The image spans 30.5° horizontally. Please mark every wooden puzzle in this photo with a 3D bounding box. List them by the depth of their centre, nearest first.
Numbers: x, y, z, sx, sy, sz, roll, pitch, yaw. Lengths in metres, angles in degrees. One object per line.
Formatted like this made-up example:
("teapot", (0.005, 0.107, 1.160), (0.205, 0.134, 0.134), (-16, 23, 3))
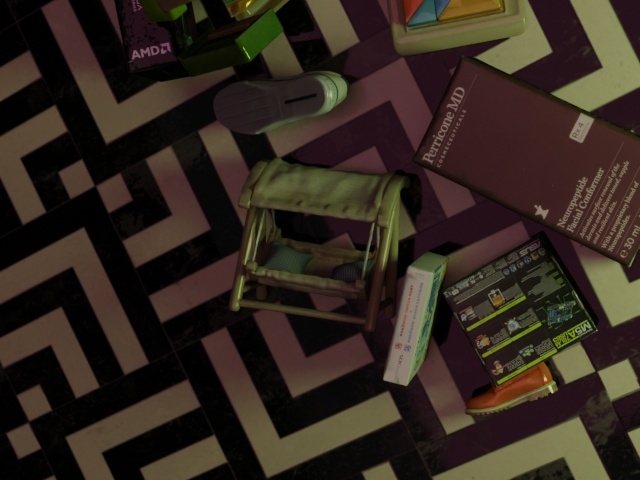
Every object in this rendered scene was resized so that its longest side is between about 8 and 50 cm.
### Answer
("wooden puzzle", (0.210, -0.436, 1.910), (0.221, 0.044, 0.239), (-8, 94, 15))

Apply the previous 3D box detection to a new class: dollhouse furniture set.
("dollhouse furniture set", (-0.126, -0.425, 1.840), (0.151, 0.301, 0.198), (-8, 122, 46))

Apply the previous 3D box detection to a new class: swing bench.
("swing bench", (0.000, 0.000, 1.949), (0.253, 0.165, 0.255), (7, 97, 15))

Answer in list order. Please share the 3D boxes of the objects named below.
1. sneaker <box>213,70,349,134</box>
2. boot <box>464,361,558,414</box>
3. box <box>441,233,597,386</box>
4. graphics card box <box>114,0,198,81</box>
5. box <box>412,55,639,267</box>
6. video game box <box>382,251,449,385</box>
("sneaker", (-0.064, -0.233, 1.986), (0.258, 0.091, 0.094), (0, 101, 36))
("boot", (0.306, 0.238, 1.950), (0.158, 0.059, 0.085), (-23, 86, 8))
("box", (0.322, 0.114, 1.910), (0.190, 0.045, 0.184), (-31, 85, 2))
("graphics card box", (-0.287, -0.456, 1.941), (0.094, 0.233, 0.371), (-10, 92, 5))
("box", (0.361, -0.130, 1.854), (0.381, 0.143, 0.191), (27, 102, 13))
("video game box", (0.156, 0.123, 1.898), (0.048, 0.205, 0.187), (16, 100, 12))
